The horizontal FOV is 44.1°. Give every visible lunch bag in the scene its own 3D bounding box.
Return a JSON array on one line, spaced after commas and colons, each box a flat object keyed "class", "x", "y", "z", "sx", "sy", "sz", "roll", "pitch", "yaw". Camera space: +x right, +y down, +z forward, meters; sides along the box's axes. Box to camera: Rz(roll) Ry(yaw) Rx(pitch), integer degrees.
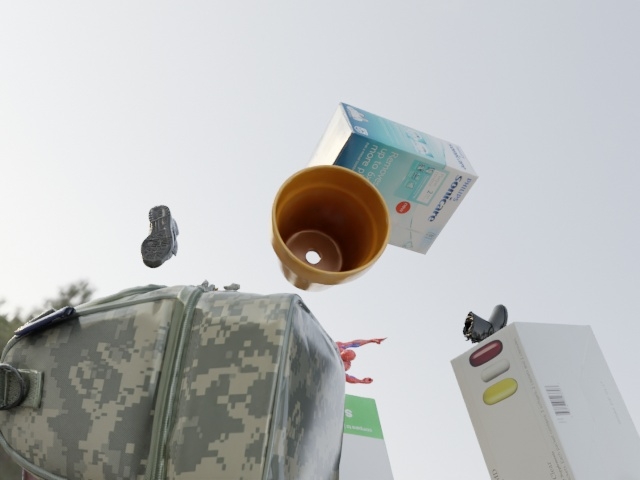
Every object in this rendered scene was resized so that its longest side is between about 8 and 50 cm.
[{"class": "lunch bag", "x": -0.125, "y": 0.163, "z": 0.743, "sx": 0.256, "sy": 0.212, "sz": 0.305, "roll": 0, "pitch": -19, "yaw": 12}]

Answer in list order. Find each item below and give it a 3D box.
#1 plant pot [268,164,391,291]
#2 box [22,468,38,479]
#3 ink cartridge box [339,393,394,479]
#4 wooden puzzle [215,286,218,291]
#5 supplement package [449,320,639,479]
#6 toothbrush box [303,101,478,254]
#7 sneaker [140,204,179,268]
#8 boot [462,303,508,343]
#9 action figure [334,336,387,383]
[{"class": "plant pot", "x": 0.000, "y": 0.000, "z": 1.394, "sx": 0.205, "sy": 0.205, "sz": 0.188, "roll": 35, "pitch": -27, "yaw": 3}, {"class": "box", "x": -0.376, "y": 0.388, "z": 1.315, "sx": 0.203, "sy": 0.167, "sz": 0.168, "roll": -4, "pitch": -37, "yaw": -12}, {"class": "ink cartridge box", "x": 0.000, "y": 0.359, "z": 0.956, "sx": 0.121, "sy": 0.289, "sz": 0.211, "roll": 15, "pitch": -55, "yaw": -22}, {"class": "wooden puzzle", "x": -0.165, "y": 0.131, "z": 1.399, "sx": 0.078, "sy": 0.014, "sz": 0.116, "roll": -25, "pitch": -90, "yaw": 50}, {"class": "supplement package", "x": 0.351, "y": 0.274, "z": 1.204, "sx": 0.204, "sy": 0.262, "sz": 0.145, "roll": 7, "pitch": -36, "yaw": -38}, {"class": "toothbrush box", "x": 0.129, "y": -0.119, "z": 1.593, "sx": 0.295, "sy": 0.126, "sz": 0.216, "roll": 16, "pitch": -57, "yaw": -25}, {"class": "sneaker", "x": -0.259, "y": 0.008, "z": 1.298, "sx": 0.051, "sy": 0.170, "sz": 0.089, "roll": -5, "pitch": -49, "yaw": -2}, {"class": "boot", "x": 0.382, "y": 0.191, "z": 1.836, "sx": 0.099, "sy": 0.121, "sz": 0.045, "roll": 24, "pitch": -23, "yaw": -23}, {"class": "action figure", "x": 0.067, "y": 0.281, "z": 1.758, "sx": 0.139, "sy": 0.091, "sz": 0.280, "roll": -1, "pitch": -20, "yaw": -9}]
